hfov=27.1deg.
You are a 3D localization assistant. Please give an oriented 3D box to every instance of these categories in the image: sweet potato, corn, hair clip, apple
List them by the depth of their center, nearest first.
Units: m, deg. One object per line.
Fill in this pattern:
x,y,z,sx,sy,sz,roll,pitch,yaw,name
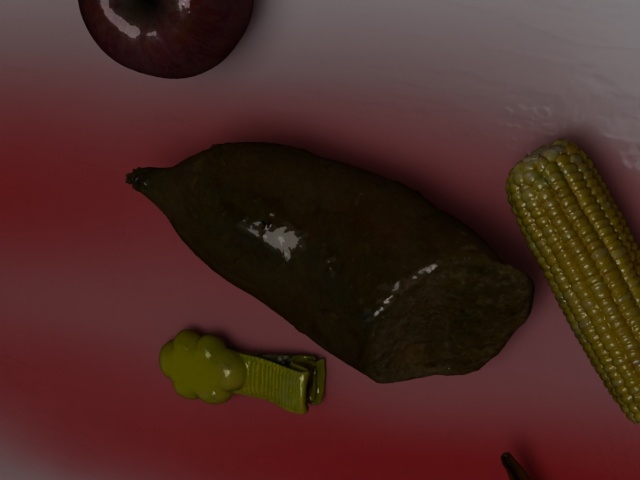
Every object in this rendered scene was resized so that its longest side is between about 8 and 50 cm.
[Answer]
0.230,0.037,1.082,0.081,0.081,0.248,-26,93,29,corn
0.000,0.000,1.150,0.369,0.158,0.158,31,115,22,sweet potato
-0.132,-0.217,1.160,0.153,0.120,0.153,6,110,18,apple
-0.082,0.129,1.274,0.173,0.046,0.072,10,104,24,hair clip

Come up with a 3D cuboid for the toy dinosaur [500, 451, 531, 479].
0.286,0.386,1.150,0.208,0.097,0.432,-2,100,35,toy dinosaur
